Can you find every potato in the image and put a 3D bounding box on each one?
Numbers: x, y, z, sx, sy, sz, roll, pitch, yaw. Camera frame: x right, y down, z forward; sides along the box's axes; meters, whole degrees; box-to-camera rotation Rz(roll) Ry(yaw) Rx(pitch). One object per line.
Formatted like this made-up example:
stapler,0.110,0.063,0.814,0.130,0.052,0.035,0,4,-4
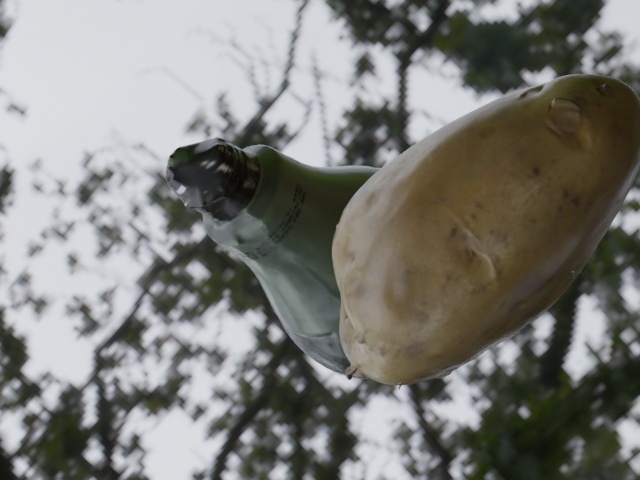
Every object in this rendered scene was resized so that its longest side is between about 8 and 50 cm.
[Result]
potato,0.091,-0.010,1.120,0.161,0.235,0.128,-14,-121,-44

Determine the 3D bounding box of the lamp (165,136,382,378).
lamp,0.019,-0.002,1.517,0.314,0.182,0.182,47,-159,-53
